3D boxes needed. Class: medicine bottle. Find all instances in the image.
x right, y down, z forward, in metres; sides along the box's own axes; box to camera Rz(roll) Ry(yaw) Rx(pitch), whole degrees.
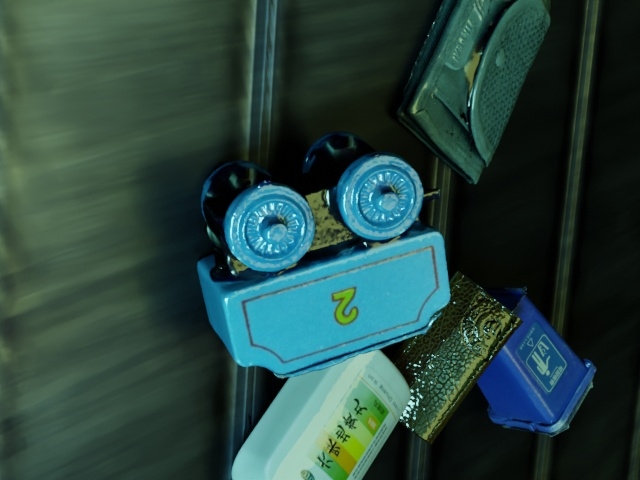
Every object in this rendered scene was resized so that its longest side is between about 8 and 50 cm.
[{"bbox_3d":[-0.013,0.295,1.308,0.324,0.124,0.179,-53,130,-20],"label":"medicine bottle"}]

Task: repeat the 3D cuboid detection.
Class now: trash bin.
[{"bbox_3d":[0.327,0.200,1.592,0.234,0.184,0.162,52,61,-24],"label":"trash bin"}]

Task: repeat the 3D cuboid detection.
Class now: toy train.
[{"bbox_3d":[0.004,0.016,1.174,0.300,0.188,0.265,-16,111,-16],"label":"toy train"}]

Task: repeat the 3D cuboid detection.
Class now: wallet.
[{"bbox_3d":[0.190,0.181,1.446,0.133,0.039,0.243,38,88,-1],"label":"wallet"},{"bbox_3d":[0.257,-0.287,1.469,0.237,0.075,0.342,35,75,-45],"label":"wallet"}]
